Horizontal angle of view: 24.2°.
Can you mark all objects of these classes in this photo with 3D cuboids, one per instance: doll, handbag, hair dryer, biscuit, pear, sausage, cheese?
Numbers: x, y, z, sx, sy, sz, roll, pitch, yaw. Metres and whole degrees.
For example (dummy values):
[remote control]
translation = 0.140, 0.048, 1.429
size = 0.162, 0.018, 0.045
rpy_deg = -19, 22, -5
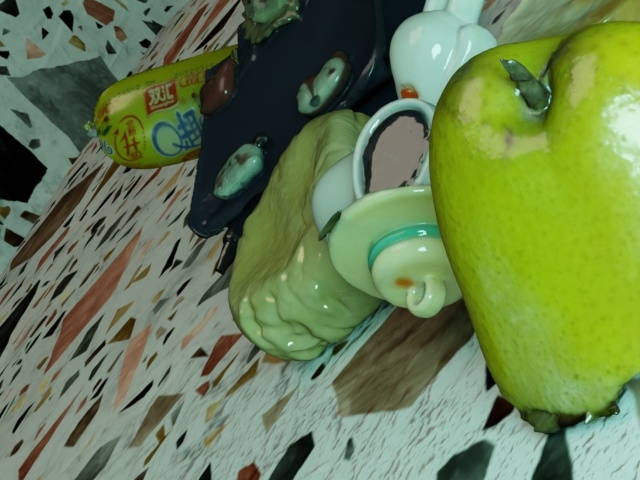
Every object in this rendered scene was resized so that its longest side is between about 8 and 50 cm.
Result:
[doll]
translation = 0.079, -0.090, 1.093
size = 0.208, 0.144, 0.271
rpy_deg = 26, 94, 60
[handbag]
translation = -0.011, -0.167, 1.534
size = 0.303, 0.122, 0.329
rpy_deg = -42, 37, 32
[hair dryer]
translation = -0.084, -0.041, 1.777
size = 0.195, 0.050, 0.173
rpy_deg = -59, 14, -14
[biscuit]
translation = 0.229, -0.218, 1.238
size = 0.205, 0.040, 0.309
rpy_deg = -26, 27, 37
[pear]
translation = 0.149, -0.044, 0.867
size = 0.267, 0.178, 0.267
rpy_deg = -46, 12, 13
[sausage]
translation = -0.122, -0.171, 1.826
size = 0.347, 0.123, 0.123
rpy_deg = -15, 21, 3
[cheese]
translation = 0.000, 0.000, 1.308
size = 0.214, 0.117, 0.226
rpy_deg = -49, 19, 30
